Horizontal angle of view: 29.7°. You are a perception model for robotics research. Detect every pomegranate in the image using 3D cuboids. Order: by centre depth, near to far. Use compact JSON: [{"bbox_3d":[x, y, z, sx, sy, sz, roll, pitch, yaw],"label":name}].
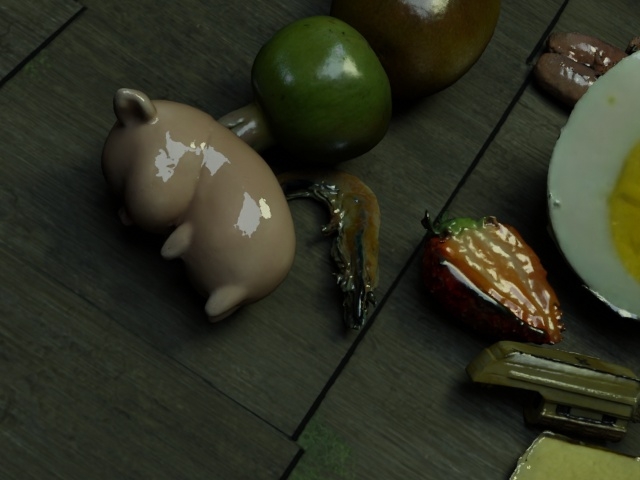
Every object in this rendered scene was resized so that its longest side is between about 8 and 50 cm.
[{"bbox_3d":[-0.018,-0.161,1.373,0.210,0.179,0.179,-26,71,-30],"label":"pomegranate"}]

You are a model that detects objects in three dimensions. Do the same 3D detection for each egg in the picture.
[{"bbox_3d":[0.424,-0.067,1.454,0.337,0.201,0.337,0,92,6],"label":"egg"}]

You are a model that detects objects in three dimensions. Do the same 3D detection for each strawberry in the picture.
[{"bbox_3d":[0.186,0.046,1.375,0.192,0.085,0.140,26,47,-10],"label":"strawberry"}]

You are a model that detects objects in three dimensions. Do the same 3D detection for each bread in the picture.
[{"bbox_3d":[0.257,0.302,1.212,0.178,0.135,0.240,33,57,1],"label":"bread"}]

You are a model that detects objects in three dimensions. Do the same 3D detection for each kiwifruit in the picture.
[{"bbox_3d":[0.122,-0.285,1.495,0.196,0.196,0.234,41,49,8],"label":"kiwifruit"}]

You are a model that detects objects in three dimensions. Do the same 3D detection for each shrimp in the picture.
[{"bbox_3d":[0.000,0.000,1.358,0.152,0.046,0.219,6,54,-17],"label":"shrimp"}]

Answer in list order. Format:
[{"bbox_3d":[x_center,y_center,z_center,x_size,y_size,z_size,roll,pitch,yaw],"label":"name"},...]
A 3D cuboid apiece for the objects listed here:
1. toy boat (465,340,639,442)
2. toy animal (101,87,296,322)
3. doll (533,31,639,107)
[{"bbox_3d":[0.269,0.169,1.331,0.226,0.088,0.068,12,15,-11],"label":"toy boat"},{"bbox_3d":[-0.127,-0.045,1.270,0.154,0.166,0.250,-40,88,-13],"label":"toy animal"},{"bbox_3d":[0.439,-0.206,1.587,0.303,0.156,0.201,24,61,1],"label":"doll"}]
